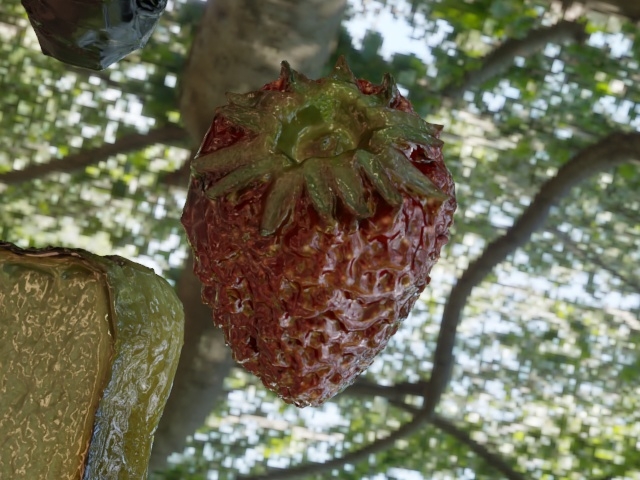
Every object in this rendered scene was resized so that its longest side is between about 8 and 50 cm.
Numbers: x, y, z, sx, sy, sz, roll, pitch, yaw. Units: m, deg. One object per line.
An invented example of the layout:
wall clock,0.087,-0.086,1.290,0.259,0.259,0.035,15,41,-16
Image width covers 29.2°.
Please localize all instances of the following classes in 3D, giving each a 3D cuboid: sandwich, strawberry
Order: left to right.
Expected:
sandwich,-0.192,0.125,0.702,0.226,0.087,0.251,-2,-110,30
strawberry,0.002,-0.001,1.259,0.343,0.292,0.292,92,-3,-52

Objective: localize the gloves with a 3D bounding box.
gloves,-0.231,-0.274,1.252,0.203,0.164,0.124,89,0,-61
